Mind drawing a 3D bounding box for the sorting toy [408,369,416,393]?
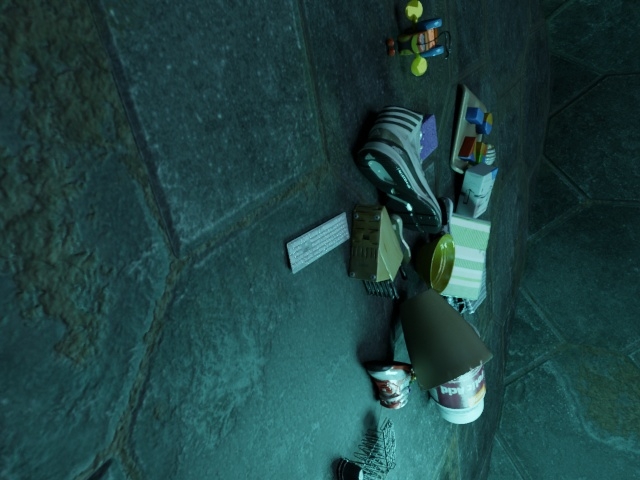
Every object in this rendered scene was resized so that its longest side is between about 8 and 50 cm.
[{"bbox_3d":[0.319,0.508,1.738,0.061,0.042,0.102,36,66,-54],"label":"sorting toy"}]

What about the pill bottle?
[{"bbox_3d":[0.514,0.507,1.872,0.224,0.224,0.392,-50,134,-40],"label":"pill bottle"}]

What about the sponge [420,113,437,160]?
[{"bbox_3d":[0.336,-0.333,1.621,0.210,0.031,0.117,-43,130,-45],"label":"sponge"}]

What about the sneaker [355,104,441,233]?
[{"bbox_3d":[0.278,-0.216,1.424,0.447,0.169,0.257,46,59,-47],"label":"sneaker"}]

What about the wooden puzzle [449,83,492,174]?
[{"bbox_3d":[0.639,-0.440,2.025,0.322,0.080,0.347,3,93,-57],"label":"wooden puzzle"}]

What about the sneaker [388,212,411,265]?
[{"bbox_3d":[0.218,0.016,1.481,0.086,0.064,0.192,-45,132,-34],"label":"sneaker"}]

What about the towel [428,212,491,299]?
[{"bbox_3d":[0.548,0.062,1.917,0.248,0.038,0.324,11,87,-23],"label":"towel"}]

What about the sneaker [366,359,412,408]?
[{"bbox_3d":[0.215,0.455,1.524,0.270,0.090,0.145,25,73,-59],"label":"sneaker"}]

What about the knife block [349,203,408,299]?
[{"bbox_3d":[0.179,0.036,1.395,0.242,0.088,0.275,-6,100,-57],"label":"knife block"}]

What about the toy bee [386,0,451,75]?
[{"bbox_3d":[0.271,-0.585,1.395,0.298,0.162,0.195,-44,127,-78],"label":"toy bee"}]

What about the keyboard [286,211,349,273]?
[{"bbox_3d":[0.000,0.000,1.178,0.256,0.014,0.072,-31,121,-51],"label":"keyboard"}]

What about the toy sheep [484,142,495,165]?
[{"bbox_3d":[0.750,-0.382,2.209,0.091,0.091,0.132,-45,145,-44],"label":"toy sheep"}]

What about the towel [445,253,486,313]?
[{"bbox_3d":[0.633,0.169,2.091,0.284,0.121,0.235,-25,115,-53],"label":"towel"}]

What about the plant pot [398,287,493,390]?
[{"bbox_3d":[0.374,0.306,1.588,0.256,0.256,0.274,-7,65,-57],"label":"plant pot"}]

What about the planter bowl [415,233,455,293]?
[{"bbox_3d":[0.397,0.076,1.732,0.217,0.090,0.217,-19,114,-50],"label":"planter bowl"}]

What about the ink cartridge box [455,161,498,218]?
[{"bbox_3d":[0.648,-0.204,2.022,0.148,0.086,0.203,-29,134,-44],"label":"ink cartridge box"}]

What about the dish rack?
[{"bbox_3d":[0.157,0.687,1.498,0.271,0.074,0.208,-38,128,-50],"label":"dish rack"}]

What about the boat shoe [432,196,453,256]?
[{"bbox_3d":[0.447,-0.051,1.806,0.076,0.080,0.228,7,89,-49],"label":"boat shoe"}]
